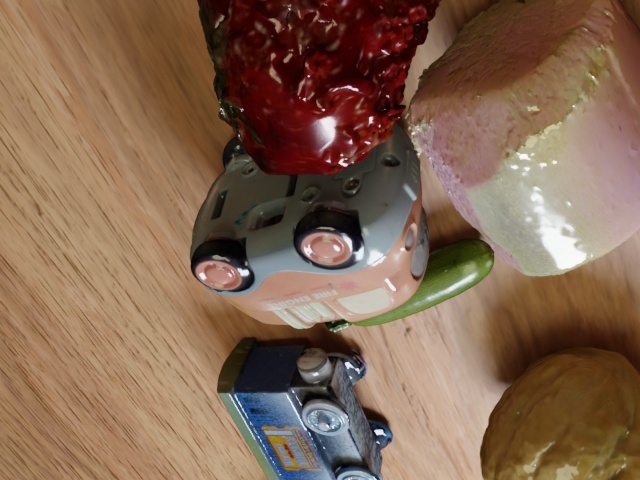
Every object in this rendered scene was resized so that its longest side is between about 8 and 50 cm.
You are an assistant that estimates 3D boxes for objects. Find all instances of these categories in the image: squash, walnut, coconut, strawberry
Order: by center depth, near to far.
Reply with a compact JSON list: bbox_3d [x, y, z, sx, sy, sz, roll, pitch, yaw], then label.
[{"bbox_3d":[0.002,-0.195,0.730,0.220,0.274,0.274,-19,128,-9],"label":"strawberry"},{"bbox_3d":[0.219,-0.093,0.752,0.233,0.233,0.245,-23,126,31],"label":"coconut"},{"bbox_3d":[0.112,0.060,1.013,0.252,0.066,0.066,-26,118,33],"label":"squash"},{"bbox_3d":[0.325,0.257,1.020,0.224,0.257,0.257,16,137,-31],"label":"walnut"}]

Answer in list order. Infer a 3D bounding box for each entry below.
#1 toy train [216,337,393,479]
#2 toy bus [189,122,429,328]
[{"bbox_3d":[-0.015,0.277,1.194,0.201,0.131,0.300,-5,127,23],"label":"toy train"},{"bbox_3d":[0.000,0.000,0.920,0.287,0.194,0.232,-13,132,25],"label":"toy bus"}]
